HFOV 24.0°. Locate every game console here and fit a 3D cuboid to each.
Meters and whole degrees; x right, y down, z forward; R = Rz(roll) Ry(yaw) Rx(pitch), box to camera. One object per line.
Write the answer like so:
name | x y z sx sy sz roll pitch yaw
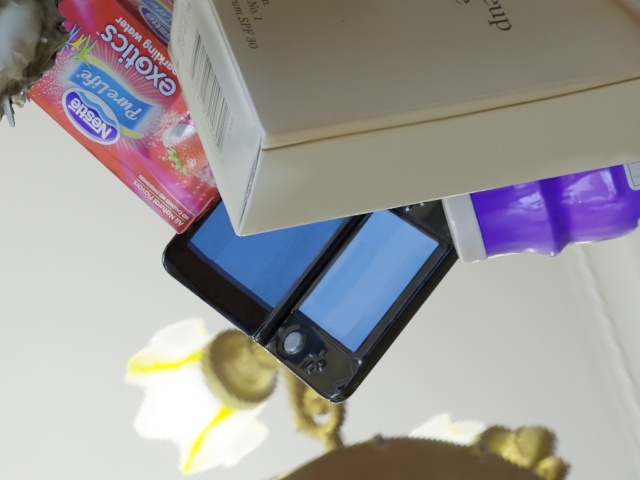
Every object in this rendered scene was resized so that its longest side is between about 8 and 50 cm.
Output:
game console | 0.000 0.000 1.792 0.293 0.250 0.173 -52 -49 -2

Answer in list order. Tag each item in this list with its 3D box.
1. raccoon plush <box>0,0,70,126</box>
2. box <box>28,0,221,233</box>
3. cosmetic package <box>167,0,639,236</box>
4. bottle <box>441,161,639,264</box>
raccoon plush | -0.067 -0.215 0.774 0.446 0.216 0.299 -2 -76 -25
box | -0.164 -0.146 1.345 0.257 0.128 0.122 43 -158 -3
cosmetic package | 0.074 -0.118 0.959 0.309 0.113 0.160 -12 -119 -19
bottle | 0.235 -0.051 1.156 0.282 0.118 0.092 -16 -89 4
